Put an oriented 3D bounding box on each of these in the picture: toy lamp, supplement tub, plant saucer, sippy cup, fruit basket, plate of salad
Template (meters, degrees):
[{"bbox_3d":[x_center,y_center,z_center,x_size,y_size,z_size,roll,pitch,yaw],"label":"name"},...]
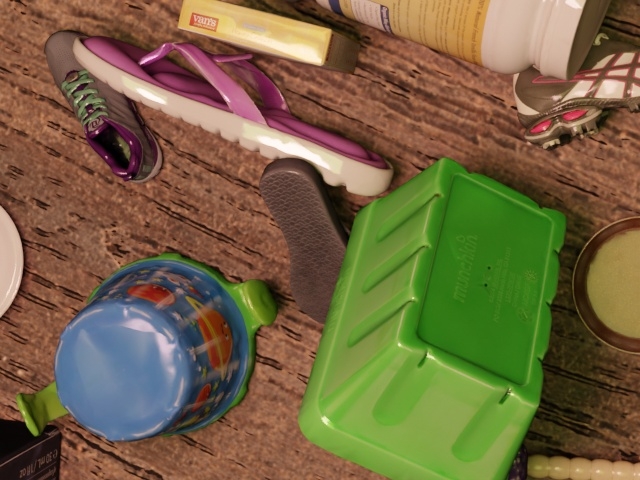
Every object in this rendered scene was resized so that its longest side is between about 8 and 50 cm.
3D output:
[{"bbox_3d":[0.359,0.283,1.732,0.274,0.080,0.080,1,95,11],"label":"toy lamp"},{"bbox_3d":[0.169,-0.323,1.620,0.316,0.228,0.228,23,98,15],"label":"supplement tub"},{"bbox_3d":[0.390,0.053,1.732,0.168,0.029,0.168,1,96,9],"label":"plant saucer"},{"bbox_3d":[-0.214,0.143,1.746,0.240,0.224,0.305,29,100,7],"label":"sippy cup"},{"bbox_3d":[0.127,0.147,1.650,0.283,0.392,0.392,25,99,-8],"label":"fruit basket"},{"bbox_3d":[-0.481,0.030,1.872,0.200,0.048,0.200,-1,84,9],"label":"plate of salad"}]

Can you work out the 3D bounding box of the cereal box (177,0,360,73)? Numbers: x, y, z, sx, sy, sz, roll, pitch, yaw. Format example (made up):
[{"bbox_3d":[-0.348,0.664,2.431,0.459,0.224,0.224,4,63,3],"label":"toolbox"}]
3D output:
[{"bbox_3d":[-0.054,-0.239,1.675,0.173,0.240,0.047,15,97,9],"label":"cereal box"}]

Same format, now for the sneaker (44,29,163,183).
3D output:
[{"bbox_3d":[-0.278,-0.172,1.792,0.083,0.098,0.224,-36,88,11],"label":"sneaker"}]

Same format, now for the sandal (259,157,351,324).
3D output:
[{"bbox_3d":[0.001,0.000,1.733,0.097,0.054,0.254,-3,129,17],"label":"sandal"}]

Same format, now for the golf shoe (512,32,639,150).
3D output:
[{"bbox_3d":[0.359,-0.198,1.680,0.273,0.105,0.120,-17,85,10],"label":"golf shoe"}]

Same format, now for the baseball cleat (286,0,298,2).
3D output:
[{"bbox_3d":[-0.105,-0.359,1.771,0.109,0.072,0.206,-39,83,24],"label":"baseball cleat"}]

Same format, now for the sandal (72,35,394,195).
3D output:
[{"bbox_3d":[-0.094,-0.178,1.733,0.416,0.169,0.102,24,102,-5],"label":"sandal"}]

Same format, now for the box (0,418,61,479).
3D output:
[{"bbox_3d":[-0.482,0.441,1.782,0.212,0.293,0.395,6,96,10],"label":"box"}]
